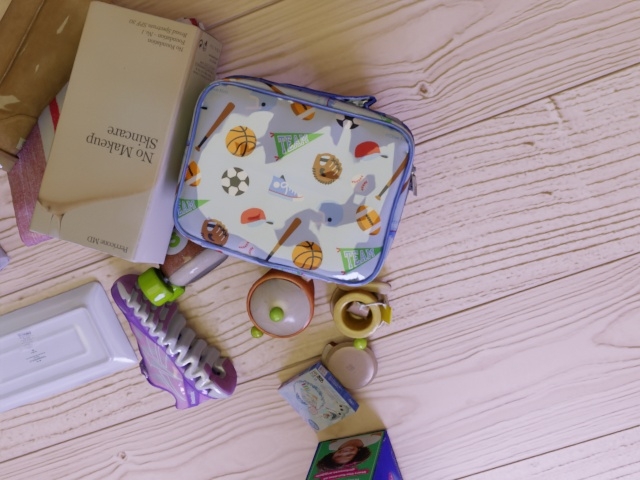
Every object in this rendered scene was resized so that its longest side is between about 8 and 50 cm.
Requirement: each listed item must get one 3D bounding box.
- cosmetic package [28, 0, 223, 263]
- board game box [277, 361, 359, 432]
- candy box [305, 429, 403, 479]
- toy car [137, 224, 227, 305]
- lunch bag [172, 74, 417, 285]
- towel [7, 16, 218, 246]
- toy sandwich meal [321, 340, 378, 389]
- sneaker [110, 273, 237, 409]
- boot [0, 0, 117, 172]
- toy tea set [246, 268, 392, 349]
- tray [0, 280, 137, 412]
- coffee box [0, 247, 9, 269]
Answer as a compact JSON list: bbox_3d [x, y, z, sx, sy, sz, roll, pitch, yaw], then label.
[{"bbox_3d":[-0.252,-0.138,1.667,0.160,0.113,0.310,15,90,13],"label":"cosmetic package"},{"bbox_3d":[-0.004,0.231,1.873,0.090,0.020,0.090,49,129,-9],"label":"board game box"},{"bbox_3d":[0.062,0.460,1.797,0.122,0.317,0.268,-15,105,13],"label":"candy box"},{"bbox_3d":[-0.210,-0.031,1.778,0.155,0.149,0.188,-36,88,6],"label":"toy car"},{"bbox_3d":[-0.026,-0.083,1.633,0.303,0.115,0.243,15,97,2],"label":"lunch bag"},{"bbox_3d":[-0.288,-0.149,1.749,0.328,0.037,0.237,-17,82,13],"label":"towel"},{"bbox_3d":[0.042,0.179,1.860,0.085,0.029,0.086,2,110,5],"label":"toy sandwich meal"},{"bbox_3d":[-0.233,0.157,1.865,0.104,0.095,0.236,-35,101,25],"label":"sneaker"},{"bbox_3d":[-0.439,-0.259,1.718,0.236,0.089,0.270,31,89,-9],"label":"boot"},{"bbox_3d":[0.000,0.000,1.754,0.199,0.124,0.336,4,109,7],"label":"toy tea set"},{"bbox_3d":[-0.424,0.169,1.927,0.270,0.030,0.145,-20,103,14],"label":"tray"},{"bbox_3d":[-0.712,0.052,1.767,0.334,0.338,0.338,-38,99,19],"label":"coffee box"}]
